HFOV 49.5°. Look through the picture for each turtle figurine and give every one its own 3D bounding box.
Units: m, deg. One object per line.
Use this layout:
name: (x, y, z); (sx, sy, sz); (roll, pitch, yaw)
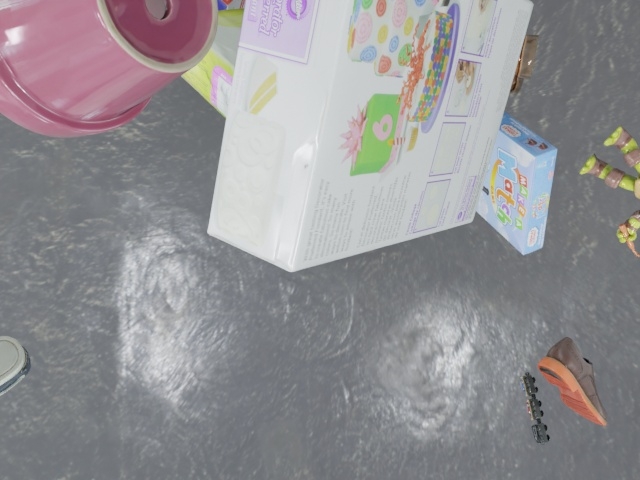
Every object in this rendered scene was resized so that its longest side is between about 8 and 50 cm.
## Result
turtle figurine: (0.577, -0.103, 1.196); (0.217, 0.087, 0.269); (43, 146, 12)

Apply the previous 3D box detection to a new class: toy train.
toy train: (0.472, 0.371, 1.535); (0.027, 0.036, 0.158); (3, 63, -19)

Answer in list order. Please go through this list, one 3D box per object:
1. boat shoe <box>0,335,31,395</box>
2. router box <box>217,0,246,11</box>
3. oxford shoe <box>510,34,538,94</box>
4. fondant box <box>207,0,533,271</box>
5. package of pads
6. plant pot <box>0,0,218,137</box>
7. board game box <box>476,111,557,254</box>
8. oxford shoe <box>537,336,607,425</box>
boat shoe: (-0.537, 0.227, 0.985); (0.254, 0.079, 0.095); (-36, 69, -25)
router box: (-0.147, -0.535, 1.474); (0.082, 0.335, 0.301); (43, 72, -4)
oxford shoe: (0.252, -0.250, 0.959); (0.076, 0.212, 0.076); (9, 95, 11)
fondant box: (0.062, -0.121, 0.623); (0.096, 0.330, 0.238); (23, 110, 30)
package of pads: (-0.095, -0.282, 1.164); (0.296, 0.229, 0.101); (45, 136, 30)
plant pot: (-0.199, -0.204, 0.634); (0.180, 0.201, 0.201); (-1, 101, 40)
board game box: (0.236, -0.104, 0.959); (0.039, 0.211, 0.160); (-21, 132, -16)
oxford shoe: (0.589, 0.322, 1.554); (0.098, 0.097, 0.271); (-50, 124, -14)
